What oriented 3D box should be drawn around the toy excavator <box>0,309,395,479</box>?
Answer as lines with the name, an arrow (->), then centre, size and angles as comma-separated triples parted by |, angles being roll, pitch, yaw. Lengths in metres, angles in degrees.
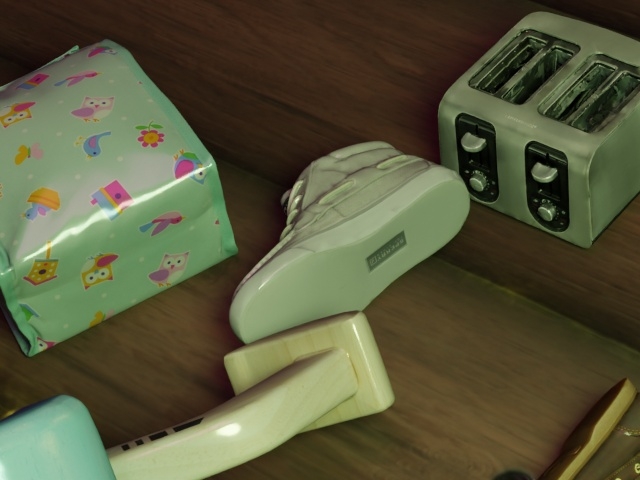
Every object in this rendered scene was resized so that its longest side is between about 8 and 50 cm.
toy excavator -> -0.173, 0.187, 1.332 | 0.445, 0.222, 0.433 | -18, 3, 7

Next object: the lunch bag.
lunch bag -> -0.231, -0.058, 1.683 | 0.223, 0.160, 0.262 | -28, 51, -13

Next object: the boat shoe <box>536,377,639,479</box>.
boat shoe -> 0.192, 0.194, 1.378 | 0.073, 0.073, 0.207 | 46, 69, -1

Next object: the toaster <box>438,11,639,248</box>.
toaster -> 0.220, -0.103, 1.647 | 0.168, 0.110, 0.186 | 27, 56, 34

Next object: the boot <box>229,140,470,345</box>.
boot -> 0.000, 0.000, 1.623 | 0.258, 0.095, 0.123 | -30, 39, -28
